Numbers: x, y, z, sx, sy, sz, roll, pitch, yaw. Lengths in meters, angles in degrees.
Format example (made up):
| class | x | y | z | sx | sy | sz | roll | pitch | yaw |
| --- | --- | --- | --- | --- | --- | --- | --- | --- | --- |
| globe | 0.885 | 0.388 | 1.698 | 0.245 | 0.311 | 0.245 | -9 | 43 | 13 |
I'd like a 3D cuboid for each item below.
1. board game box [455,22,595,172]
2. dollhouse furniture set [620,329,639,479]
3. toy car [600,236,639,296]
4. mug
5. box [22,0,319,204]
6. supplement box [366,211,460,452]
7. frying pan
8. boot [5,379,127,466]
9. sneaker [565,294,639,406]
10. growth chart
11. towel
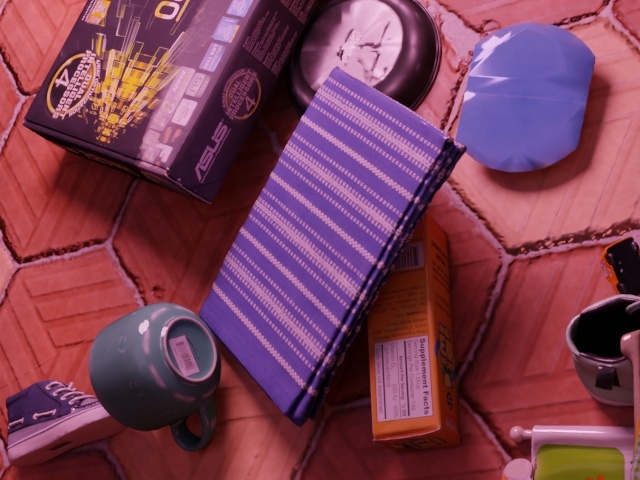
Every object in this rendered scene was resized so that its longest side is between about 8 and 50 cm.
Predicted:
| class | x | y | z | sx | sy | sz | roll | pitch | yaw |
| --- | --- | --- | --- | --- | --- | --- | --- | --- | --- |
| board game box | 0.222 | -0.149 | 1.189 | 0.133 | 0.033 | 0.169 | 8 | 80 | 24 |
| dollhouse furniture set | 0.314 | 0.195 | 0.830 | 0.151 | 0.301 | 0.198 | -3 | 66 | 19 |
| toy car | 0.320 | 0.001 | 1.088 | 0.122 | 0.060 | 0.040 | -43 | 12 | -13 |
| mug | -0.162 | 0.140 | 1.213 | 0.097 | 0.157 | 0.129 | -28 | 39 | 37 |
| box | -0.168 | -0.265 | 1.374 | 0.318 | 0.097 | 0.395 | 22 | 81 | 40 |
| supplement box | 0.093 | 0.094 | 1.132 | 0.080 | 0.078 | 0.233 | -9 | 67 | 22 |
| frying pan | 0.011 | -0.261 | 1.334 | 0.197 | 0.053 | 0.326 | -40 | 61 | 7 |
| boot | -0.295 | 0.195 | 1.295 | 0.190 | 0.069 | 0.086 | -23 | 65 | 20 |
| sneaker | 0.341 | 0.097 | 0.960 | 0.255 | 0.151 | 0.094 | -8 | 66 | 23 |
| growth chart | 0.251 | 0.278 | 1.011 | 0.172 | 0.021 | 0.237 | -12 | 64 | 22 |
| towel | 0.000 | 0.000 | 1.177 | 0.243 | 0.040 | 0.336 | 40 | 104 | 49 |
